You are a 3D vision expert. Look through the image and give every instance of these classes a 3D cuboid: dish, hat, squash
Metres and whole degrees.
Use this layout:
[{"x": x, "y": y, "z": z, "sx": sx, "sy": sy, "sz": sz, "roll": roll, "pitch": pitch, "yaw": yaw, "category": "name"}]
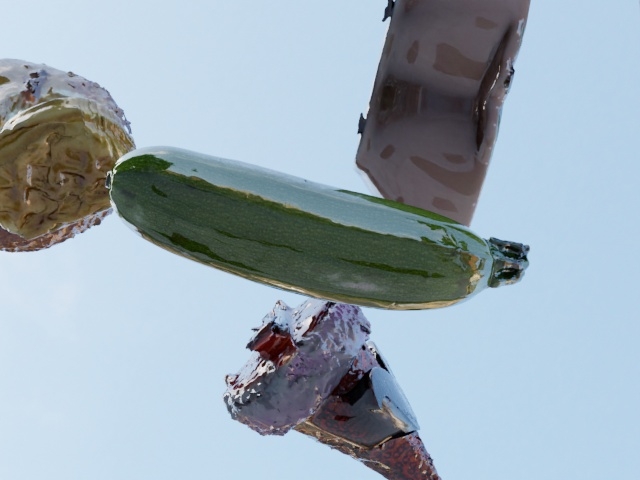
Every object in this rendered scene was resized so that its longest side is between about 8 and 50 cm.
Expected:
[{"x": 0.077, "y": -0.104, "z": 1.058, "sx": 0.090, "sy": 0.213, "sz": 0.213, "roll": 14, "pitch": -52, "yaw": 0, "category": "dish"}, {"x": 0.032, "y": 0.135, "z": 1.138, "sx": 0.227, "sy": 0.129, "sz": 0.140, "roll": 46, "pitch": -16, "yaw": -7, "category": "hat"}, {"x": 0.000, "y": 0.000, "z": 0.876, "sx": 0.252, "sy": 0.066, "sz": 0.066, "roll": 13, "pitch": -51, "yaw": -9, "category": "squash"}]

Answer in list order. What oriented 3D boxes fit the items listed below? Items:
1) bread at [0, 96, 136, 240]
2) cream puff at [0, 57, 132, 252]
[{"x": -0.168, "y": -0.046, "z": 0.957, "sx": 0.110, "sy": 0.044, "sz": 0.083, "roll": -24, "pitch": -45, "yaw": 17, "category": "bread"}, {"x": -0.317, "y": -0.084, "z": 1.618, "sx": 0.240, "sy": 0.240, "sz": 0.164, "roll": 32, "pitch": -43, "yaw": 4, "category": "cream puff"}]
